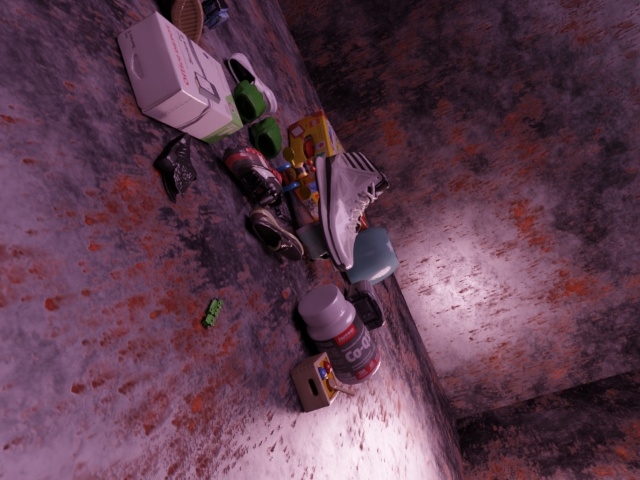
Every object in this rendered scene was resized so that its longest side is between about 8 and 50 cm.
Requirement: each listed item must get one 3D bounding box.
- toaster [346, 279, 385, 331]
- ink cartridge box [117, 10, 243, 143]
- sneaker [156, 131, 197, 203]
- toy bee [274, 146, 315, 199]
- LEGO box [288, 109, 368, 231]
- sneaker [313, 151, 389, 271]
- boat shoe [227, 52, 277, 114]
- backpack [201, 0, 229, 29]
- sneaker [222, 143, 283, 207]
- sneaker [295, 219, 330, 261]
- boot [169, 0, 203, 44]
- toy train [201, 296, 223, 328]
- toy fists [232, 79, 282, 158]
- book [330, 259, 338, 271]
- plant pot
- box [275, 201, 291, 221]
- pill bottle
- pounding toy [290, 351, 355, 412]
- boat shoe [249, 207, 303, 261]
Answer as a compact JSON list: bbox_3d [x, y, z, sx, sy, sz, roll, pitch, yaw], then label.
[{"bbox_3d":[0.187,0.269,1.819,0.227,0.129,0.146,60,13,-15],"label":"toaster"},{"bbox_3d":[-0.325,-0.374,1.022,0.199,0.114,0.273,69,15,8],"label":"ink cartridge box"},{"bbox_3d":[-0.304,-0.163,0.922,0.089,0.051,0.170,58,22,-31],"label":"sneaker"},{"bbox_3d":[-0.085,-0.236,1.556,0.298,0.162,0.195,-86,151,-59],"label":"toy bee"},{"bbox_3d":[0.029,-0.303,1.969,0.373,0.193,0.501,53,20,-42],"label":"LEGO box"},{"bbox_3d":[0.129,-0.123,1.521,0.169,0.257,0.448,37,44,-70],"label":"sneaker"},{"bbox_3d":[-0.264,-0.582,1.604,0.258,0.095,0.084,49,25,-21],"label":"boat shoe"},{"bbox_3d":[-0.371,-0.764,1.427,0.084,0.114,0.105,60,19,-26],"label":"backpack"},{"bbox_3d":[-0.185,-0.178,1.245,0.276,0.097,0.135,40,29,-62],"label":"sneaker"},{"bbox_3d":[-0.001,0.000,1.620,0.151,0.094,0.256,62,24,0],"label":"sneaker"},{"bbox_3d":[-0.413,-0.722,1.263,0.207,0.090,0.249,-127,-149,-54],"label":"boot"},{"bbox_3d":[-0.216,0.142,0.842,0.024,0.017,0.083,49,21,-21],"label":"toy train"},{"bbox_3d":[-0.221,-0.425,1.498,0.279,0.096,0.142,60,27,-30],"label":"toy fists"},{"bbox_3d":[0.060,0.066,1.863,0.096,0.035,0.144,14,54,-77],"label":"book"},{"bbox_3d":[0.233,0.068,2.004,0.293,0.235,0.293,-23,90,-80],"label":"plant pot"},{"bbox_3d":[-0.134,-0.107,1.468,0.083,0.018,0.067,26,43,-67],"label":"box"},{"bbox_3d":[0.057,0.284,1.284,0.283,0.161,0.161,60,17,-23],"label":"pill bottle"},{"bbox_3d":[0.009,0.375,1.106,0.141,0.100,0.130,68,16,5],"label":"pounding toy"},{"bbox_3d":[-0.130,0.000,1.230,0.224,0.080,0.074,49,28,-35],"label":"boat shoe"}]
